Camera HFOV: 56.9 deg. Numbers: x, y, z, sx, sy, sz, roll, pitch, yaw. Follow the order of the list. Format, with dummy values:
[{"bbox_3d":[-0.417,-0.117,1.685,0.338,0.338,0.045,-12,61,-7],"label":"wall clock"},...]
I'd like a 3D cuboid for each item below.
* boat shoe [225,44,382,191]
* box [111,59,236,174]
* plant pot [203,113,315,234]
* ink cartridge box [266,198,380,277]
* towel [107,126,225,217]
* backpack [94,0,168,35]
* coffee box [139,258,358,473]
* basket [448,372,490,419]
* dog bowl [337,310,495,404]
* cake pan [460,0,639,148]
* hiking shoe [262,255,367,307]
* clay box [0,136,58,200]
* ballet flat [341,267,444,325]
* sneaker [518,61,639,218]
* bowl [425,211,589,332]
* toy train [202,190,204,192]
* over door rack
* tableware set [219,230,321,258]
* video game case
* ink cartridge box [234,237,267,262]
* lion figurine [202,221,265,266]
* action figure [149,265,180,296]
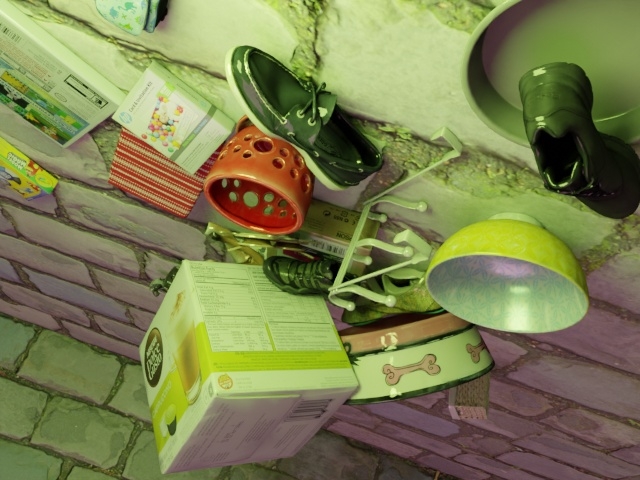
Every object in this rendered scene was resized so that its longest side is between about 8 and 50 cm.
[{"bbox_3d":[-0.010,-0.200,0.966,0.113,0.127,0.340,-9,140,37],"label":"boat shoe"},{"bbox_3d":[-0.277,-0.228,1.120,0.186,0.038,0.145,37,128,-21],"label":"box"},{"bbox_3d":[-0.096,-0.128,1.088,0.191,0.174,0.191,15,150,9],"label":"plant pot"},{"bbox_3d":[0.000,0.000,1.335,0.235,0.088,0.193,17,150,4],"label":"ink cartridge box"},{"bbox_3d":[-0.330,-0.170,1.246,0.199,0.031,0.275,27,137,-12],"label":"towel"},{"bbox_3d":[-0.292,-0.375,0.884,0.114,0.084,0.105,28,148,-9],"label":"backpack"},{"bbox_3d":[-0.180,0.280,1.339,0.338,0.334,0.337,6,134,-34],"label":"coffee box"},{"bbox_3d":[0.435,0.428,1.714,0.103,0.167,0.113,1,146,22],"label":"basket"},{"bbox_3d":[0.196,0.263,1.417,0.408,0.150,0.408,-12,176,-1],"label":"dog bowl"},{"bbox_3d":[0.336,-0.229,0.778,0.293,0.054,0.293,15,150,9],"label":"cake pan"},{"bbox_3d":[-0.013,0.068,1.302,0.227,0.086,0.114,18,138,-7],"label":"hiking shoe"},{"bbox_3d":[-0.813,-0.195,1.534,0.127,0.053,0.222,-8,141,39],"label":"clay box"},{"bbox_3d":[0.163,0.129,1.447,0.123,0.123,0.348,37,147,-28],"label":"ballet flat"},{"bbox_3d":[0.348,-0.101,0.801,0.286,0.130,0.109,37,145,-30],"label":"sneaker"},{"bbox_3d":[0.356,0.042,1.118,0.289,0.156,0.289,15,150,9],"label":"bowl"},{"bbox_3d":[-0.298,-0.160,1.307,0.036,0.027,0.158,1,145,36],"label":"toy train"},{"bbox_3d":[0.144,-0.014,1.067,0.108,0.239,0.324,28,150,-10],"label":"over door rack"},{"bbox_3d":[-0.096,0.012,1.187,0.128,0.039,0.194,5,178,32],"label":"tableware set"},{"bbox_3d":[-0.592,-0.335,1.184,0.300,0.036,0.329,-14,137,45],"label":"video game case"},{"bbox_3d":[-0.163,0.058,1.555,0.181,0.061,0.104,13,149,14],"label":"ink cartridge box"},{"bbox_3d":[-0.223,0.113,1.486,0.240,0.142,0.392,21,145,-16],"label":"lion figurine"},{"bbox_3d":[-0.444,0.156,1.860,0.185,0.099,0.285,16,156,-11],"label":"action figure"}]
